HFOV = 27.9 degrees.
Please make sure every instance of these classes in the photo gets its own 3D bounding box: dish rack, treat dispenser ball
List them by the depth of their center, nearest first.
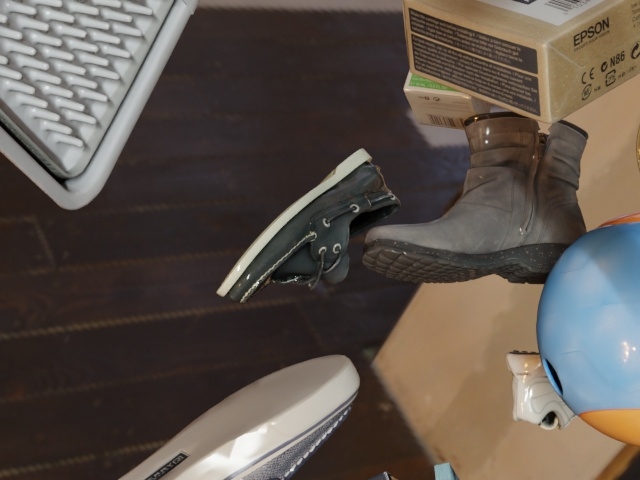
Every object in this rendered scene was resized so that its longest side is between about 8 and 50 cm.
[{"bbox_3d":[-0.219,-0.221,1.127,0.072,0.285,0.333,16,72,22],"label":"dish rack"},{"bbox_3d":[0.406,0.106,1.552,0.288,0.288,0.288,17,40,-15],"label":"treat dispenser ball"}]

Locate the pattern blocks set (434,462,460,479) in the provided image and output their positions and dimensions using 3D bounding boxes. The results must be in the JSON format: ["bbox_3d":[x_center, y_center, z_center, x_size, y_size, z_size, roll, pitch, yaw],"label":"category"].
[{"bbox_3d":[0.163,0.412,1.346,0.026,0.285,0.325,-16,35,15],"label":"pattern blocks set"}]

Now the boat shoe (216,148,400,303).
[{"bbox_3d":[-0.002,0.002,1.657,0.113,0.127,0.340,45,38,2],"label":"boat shoe"}]

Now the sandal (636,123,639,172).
[{"bbox_3d":[0.315,-0.047,1.096,0.049,0.072,0.180,-62,135,-63],"label":"sandal"}]

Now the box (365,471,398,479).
[{"bbox_3d":[0.045,0.349,1.474,0.156,0.158,0.093,43,23,-60],"label":"box"}]

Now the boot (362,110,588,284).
[{"bbox_3d":[0.201,-0.060,1.684,0.338,0.118,0.223,3,77,-27],"label":"boot"}]

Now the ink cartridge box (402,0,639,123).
[{"bbox_3d":[0.226,-0.216,1.222,0.234,0.088,0.193,-31,38,-27],"label":"ink cartridge box"}]

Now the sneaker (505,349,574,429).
[{"bbox_3d":[0.383,0.244,2.055,0.292,0.110,0.118,13,77,-49],"label":"sneaker"}]

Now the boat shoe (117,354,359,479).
[{"bbox_3d":[-0.083,0.256,1.207,0.340,0.127,0.158,-32,106,-15],"label":"boat shoe"}]

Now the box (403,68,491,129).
[{"bbox_3d":[0.183,-0.215,1.791,0.101,0.102,0.087,10,69,22],"label":"box"}]
